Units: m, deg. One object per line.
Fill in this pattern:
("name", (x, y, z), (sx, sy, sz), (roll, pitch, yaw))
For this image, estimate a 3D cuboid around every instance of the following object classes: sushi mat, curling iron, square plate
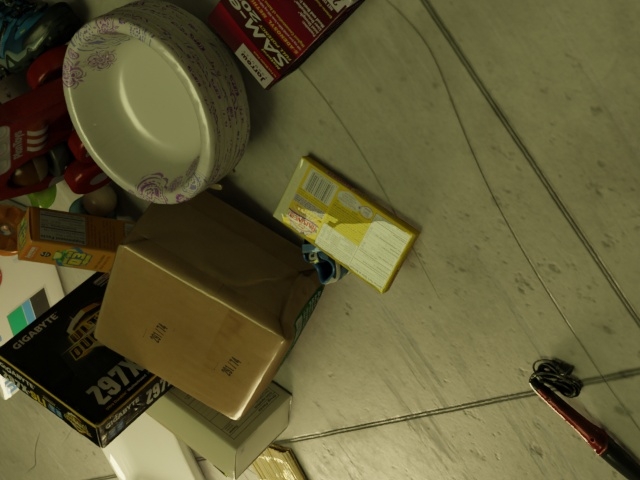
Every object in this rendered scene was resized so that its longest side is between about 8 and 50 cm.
("sushi mat", (-0.046, 0.527, 2.281), (0.151, 0.019, 0.316), (-3, 120, 49))
("curling iron", (0.384, 0.269, 1.567), (0.274, 0.035, 0.068), (49, 145, 1))
("square plate", (-0.383, 0.452, 2.542), (0.344, 0.049, 0.347), (6, 127, 43))

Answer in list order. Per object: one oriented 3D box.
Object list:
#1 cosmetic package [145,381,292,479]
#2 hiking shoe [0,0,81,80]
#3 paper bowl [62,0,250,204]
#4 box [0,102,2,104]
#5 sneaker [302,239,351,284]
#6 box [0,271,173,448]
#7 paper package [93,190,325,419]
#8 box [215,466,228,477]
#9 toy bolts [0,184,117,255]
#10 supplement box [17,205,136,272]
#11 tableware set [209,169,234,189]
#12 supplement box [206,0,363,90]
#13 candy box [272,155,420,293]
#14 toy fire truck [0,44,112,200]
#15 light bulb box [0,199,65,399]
("cosmetic package", (-0.222, 0.277, 2.115), (0.309, 0.160, 0.113), (34, 143, 21))
("hiking shoe", (-0.503, -0.345, 1.873), (0.304, 0.113, 0.132), (-10, 116, 50))
("paper bowl", (-0.220, -0.206, 1.656), (0.284, 0.148, 0.284), (21, 127, 29))
("box", (-0.632, -0.285, 2.029), (0.216, 0.060, 0.270), (60, 167, -15))
("sneaker", (0.000, 0.000, 1.706), (0.053, 0.059, 0.144), (-6, 115, 51))
("box", (-0.366, 0.183, 2.039), (0.257, 0.322, 0.079), (31, 142, 24))
("paper package", (-0.182, 0.102, 1.859), (0.309, 0.168, 0.325), (30, 143, 2))
("box", (-0.222, 0.348, 2.263), (0.184, 0.045, 0.190), (35, 138, 20))
("toy bolts", (-0.476, -0.066, 2.052), (0.228, 0.218, 0.158), (30, 138, -5))
("supplement box", (-0.401, 0.004, 1.994), (0.078, 0.233, 0.080), (-46, 41, 47))
("tableware set", (-0.221, -0.154, 1.819), (0.194, 0.039, 0.128), (11, 119, 33))
("supplement box", (-0.037, -0.304, 1.453), (0.130, 0.073, 0.239), (50, 146, -2))
("candy box", (0.035, -0.024, 1.642), (0.206, 0.027, 0.105), (36, 118, 18))
("toy fire truck", (-0.459, -0.157, 1.843), (0.169, 0.254, 0.302), (57, 155, 11))
("light bulb box", (-0.738, 0.084, 2.426), (0.361, 0.225, 0.358), (22, 136, 32))
